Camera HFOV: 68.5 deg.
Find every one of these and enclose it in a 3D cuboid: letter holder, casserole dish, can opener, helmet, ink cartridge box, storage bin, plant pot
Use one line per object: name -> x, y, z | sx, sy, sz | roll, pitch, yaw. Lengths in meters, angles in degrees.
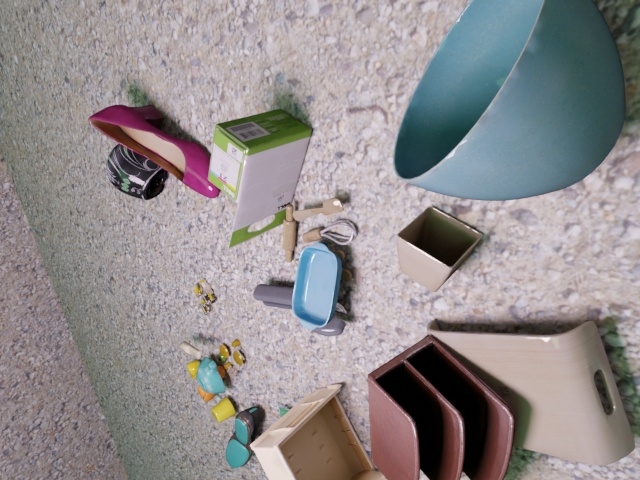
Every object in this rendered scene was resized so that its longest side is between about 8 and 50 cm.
letter holder -> 0.213, 0.370, 0.863 | 0.214, 0.152, 0.302 | 41, 148, 43
casserole dish -> -0.004, 0.099, 1.024 | 0.114, 0.037, 0.189 | 14, 96, 41
can opener -> -0.057, 0.156, 1.129 | 0.280, 0.093, 0.074 | 7, 154, 42
helmet -> -0.529, -0.210, 1.351 | 0.161, 0.169, 0.169 | 35, 132, 3
ink cartridge box -> -0.139, -0.128, 0.998 | 0.097, 0.188, 0.255 | 38, 132, 22
storage bin -> 0.008, 0.528, 1.130 | 0.123, 0.260, 0.262 | -27, 91, 45
plant pot -> 0.199, 0.024, 0.827 | 0.109, 0.109, 0.096 | 34, 141, 26
plant pot -> 0.252, -0.167, 0.592 | 0.195, 0.290, 0.290 | 24, 134, -12

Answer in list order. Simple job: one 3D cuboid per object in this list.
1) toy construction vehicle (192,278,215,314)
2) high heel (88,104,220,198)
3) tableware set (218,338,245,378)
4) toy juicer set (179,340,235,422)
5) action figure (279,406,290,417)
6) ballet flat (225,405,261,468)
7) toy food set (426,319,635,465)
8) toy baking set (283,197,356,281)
toy construction vehicle -> -0.358, 0.174, 1.466 | 0.098, 0.035, 0.086 | 60, 147, 6
high heel -> -0.430, -0.220, 1.228 | 0.377, 0.181, 0.127 | 42, 133, 20
tableware set -> -0.281, 0.366, 1.493 | 0.104, 0.024, 0.154 | 49, 136, 18
toy juicer set -> -0.381, 0.436, 1.580 | 0.209, 0.089, 0.329 | 27, 135, 47
action figure -> -0.060, 0.607, 1.380 | 0.137, 0.063, 0.232 | 14, 122, 35
ballet flat -> -0.238, 0.639, 1.530 | 0.095, 0.096, 0.281 | 35, 129, 20
toy food set -> 0.344, 0.241, 0.820 | 0.306, 0.092, 0.220 | -12, 102, 54
toy baking set -> -0.006, -0.001, 1.056 | 0.196, 0.030, 0.256 | 21, 129, 28
